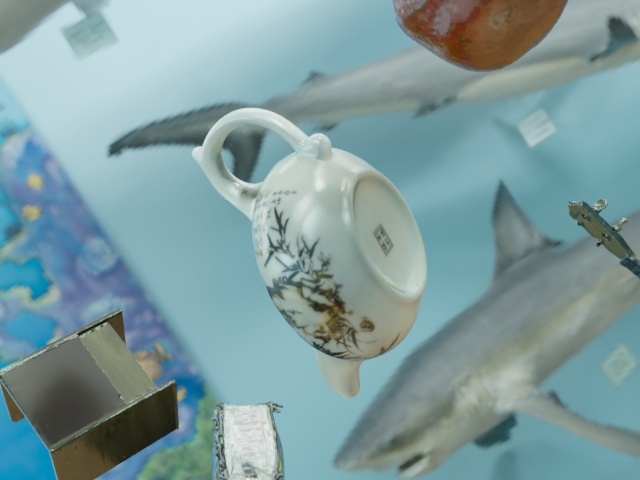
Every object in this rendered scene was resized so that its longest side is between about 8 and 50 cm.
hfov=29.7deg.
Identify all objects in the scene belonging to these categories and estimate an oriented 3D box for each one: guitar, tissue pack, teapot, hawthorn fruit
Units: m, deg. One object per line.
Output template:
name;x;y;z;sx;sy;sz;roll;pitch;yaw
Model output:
guitar;0.293;0.063;0.936;0.038;0.271;0.084;-36;-12;-19
tissue pack;-0.117;0.471;1.929;0.122;0.361;0.259;1;22;-7
teapot;0.000;0.000;1.164;0.166;0.299;0.208;-33;5;41
hawthorn fruit;0.141;-0.236;1.008;0.157;0.157;0.194;-34;-12;-15

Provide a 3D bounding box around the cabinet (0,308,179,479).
cabinet;-0.355;0.252;1.879;0.215;0.175;0.148;-29;-33;-24
